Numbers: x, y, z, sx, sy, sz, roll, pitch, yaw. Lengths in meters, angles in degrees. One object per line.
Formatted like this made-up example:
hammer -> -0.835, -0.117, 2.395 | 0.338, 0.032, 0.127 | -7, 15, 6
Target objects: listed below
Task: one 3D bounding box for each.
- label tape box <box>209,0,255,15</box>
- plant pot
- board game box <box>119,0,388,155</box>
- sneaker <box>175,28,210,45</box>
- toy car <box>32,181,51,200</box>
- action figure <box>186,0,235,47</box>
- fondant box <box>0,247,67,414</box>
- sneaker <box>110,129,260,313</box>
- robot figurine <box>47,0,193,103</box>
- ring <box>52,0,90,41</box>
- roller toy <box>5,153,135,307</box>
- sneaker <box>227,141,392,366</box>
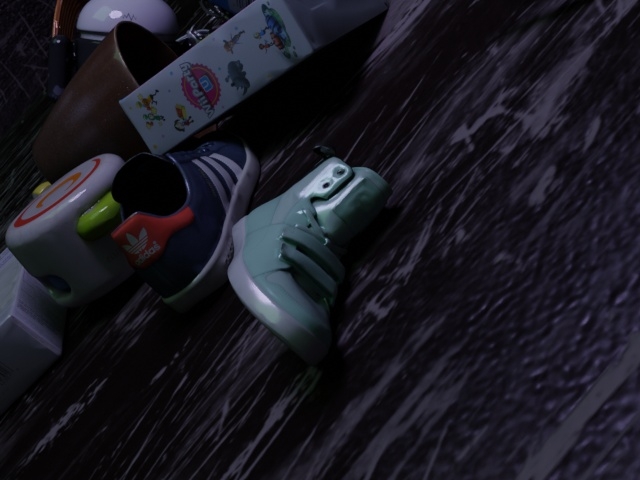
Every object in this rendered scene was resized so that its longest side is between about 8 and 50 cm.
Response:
label tape box -> -0.042, -0.491, 1.586 | 0.347, 0.249, 0.115 | -56, -13, -17
plant pot -> -0.312, -0.172, 1.572 | 0.230, 0.215, 0.215 | -34, 26, 18
board game box -> -0.087, -0.243, 1.389 | 0.303, 0.097, 0.224 | -29, 7, 36
sneaker -> -0.268, -0.332, 1.939 | 0.226, 0.086, 0.163 | -38, 27, 23
toy car -> -0.473, -0.157, 2.057 | 0.225, 0.053, 0.239 | -33, 27, 31
action figure -> -0.138, -0.367, 1.685 | 0.275, 0.141, 0.164 | -51, -13, -17
fondant box -> -0.481, 0.141, 1.545 | 0.238, 0.096, 0.330 | -44, 22, 9
sneaker -> -0.169, -0.068, 1.267 | 0.131, 0.148, 0.350 | -39, 24, 19
robot figurine -> -0.317, -0.270, 1.729 | 0.174, 0.278, 0.209 | 11, 16, 31
ring -> -0.393, -0.310, 1.883 | 0.032, 0.336, 0.336 | -3, 37, 10
roller toy -> -0.309, -0.010, 1.420 | 0.191, 0.146, 0.209 | -31, 21, 15
sneaker -> 0.000, -0.001, 0.938 | 0.151, 0.094, 0.256 | -40, 25, 9
